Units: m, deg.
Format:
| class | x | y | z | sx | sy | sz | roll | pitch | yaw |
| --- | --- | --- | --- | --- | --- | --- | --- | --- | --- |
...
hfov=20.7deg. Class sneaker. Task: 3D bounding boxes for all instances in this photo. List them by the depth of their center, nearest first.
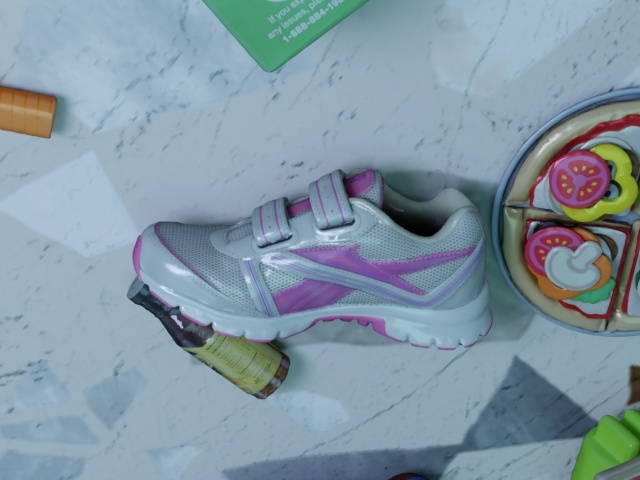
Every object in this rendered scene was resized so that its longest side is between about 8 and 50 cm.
| class | x | y | z | sx | sy | sz | roll | pitch | yaw |
| --- | --- | --- | --- | --- | --- | --- | --- | --- | --- |
| sneaker | 0.000 | 0.000 | 1.189 | 0.252 | 0.103 | 0.111 | 3 | 116 | -12 |

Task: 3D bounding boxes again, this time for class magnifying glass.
| class | x | y | z | sx | sy | sz | roll | pitch | yaw |
| --- | --- | --- | --- | --- | --- | --- | --- | --- | --- |
| magnifying glass | -0.289 | -0.101 | 1.148 | 0.231 | 0.026 | 0.092 | 10 | 119 | -10 |

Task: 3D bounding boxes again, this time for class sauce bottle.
| class | x | y | z | sx | sy | sz | roll | pitch | yaw |
| --- | --- | --- | --- | --- | --- | --- | --- | --- | --- |
| sauce bottle | -0.080 | 0.065 | 1.248 | 0.128 | 0.042 | 0.042 | 37 | 111 | -19 |

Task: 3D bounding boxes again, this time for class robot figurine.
| class | x | y | z | sx | sy | sz | roll | pitch | yaw |
| --- | --- | --- | --- | --- | --- | --- | --- | --- | --- |
| robot figurine | 0.222 | 0.185 | 1.320 | 0.101 | 0.067 | 0.115 | -10 | 125 | -35 |

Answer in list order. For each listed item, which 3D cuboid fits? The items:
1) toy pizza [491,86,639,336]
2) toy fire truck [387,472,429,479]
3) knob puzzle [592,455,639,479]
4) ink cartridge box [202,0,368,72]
| class | x | y | z | sx | sy | sz | roll | pitch | yaw |
| --- | --- | --- | --- | --- | --- | --- | --- | --- | --- |
| toy pizza | 0.220 | -0.013 | 1.226 | 0.201 | 0.032 | 0.201 | -2 | 120 | -3 |
| toy fire truck | 0.030 | 0.310 | 1.347 | 0.254 | 0.169 | 0.302 | -47 | 115 | -5 |
| knob puzzle | 0.271 | 0.218 | 1.311 | 0.213 | 0.030 | 0.213 | -21 | 132 | -26 |
| ink cartridge box | -0.044 | -0.276 | 1.005 | 0.211 | 0.121 | 0.289 | -36 | 115 | 16 |
